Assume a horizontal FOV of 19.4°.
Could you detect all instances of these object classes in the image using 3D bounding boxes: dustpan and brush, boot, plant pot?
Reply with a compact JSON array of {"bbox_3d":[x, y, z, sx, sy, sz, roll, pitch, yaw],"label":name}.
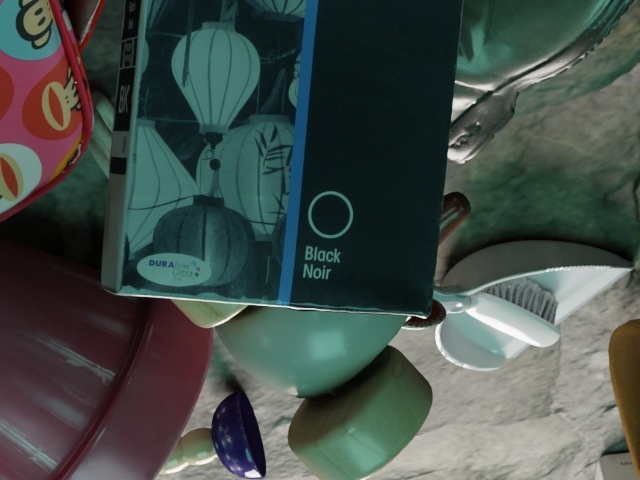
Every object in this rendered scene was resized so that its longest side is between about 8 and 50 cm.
[{"bbox_3d":[0.115,0.043,1.347,0.211,0.060,0.147,23,132,-33],"label":"dustpan and brush"},{"bbox_3d":[0.075,-0.149,1.096,0.161,0.083,0.246,22,131,-25],"label":"boot"},{"bbox_3d":[-0.200,0.087,1.256,0.180,0.201,0.201,32,128,-20],"label":"plant pot"}]

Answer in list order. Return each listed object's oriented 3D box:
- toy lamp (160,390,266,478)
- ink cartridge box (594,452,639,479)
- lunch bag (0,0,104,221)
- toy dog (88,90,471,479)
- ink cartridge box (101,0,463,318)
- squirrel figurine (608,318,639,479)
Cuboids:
[{"bbox_3d":[-0.182,0.185,1.459,0.275,0.080,0.080,-15,141,6],"label":"toy lamp"},{"bbox_3d":[0.298,0.320,1.580,0.100,0.237,0.172,-6,141,-2],"label":"ink cartridge box"},{"bbox_3d":[-0.236,-0.117,1.008,0.258,0.120,0.293,-27,144,-16],"label":"lunch bag"},{"bbox_3d":[0.000,0.000,1.115,0.161,0.333,0.220,-37,125,2],"label":"toy dog"},{"bbox_3d":[-0.012,-0.132,0.934,0.165,0.332,0.065,4,-179,-15],"label":"ink cartridge box"},{"bbox_3d":[0.398,0.125,1.235,0.281,0.397,0.370,9,147,-13],"label":"squirrel figurine"}]
